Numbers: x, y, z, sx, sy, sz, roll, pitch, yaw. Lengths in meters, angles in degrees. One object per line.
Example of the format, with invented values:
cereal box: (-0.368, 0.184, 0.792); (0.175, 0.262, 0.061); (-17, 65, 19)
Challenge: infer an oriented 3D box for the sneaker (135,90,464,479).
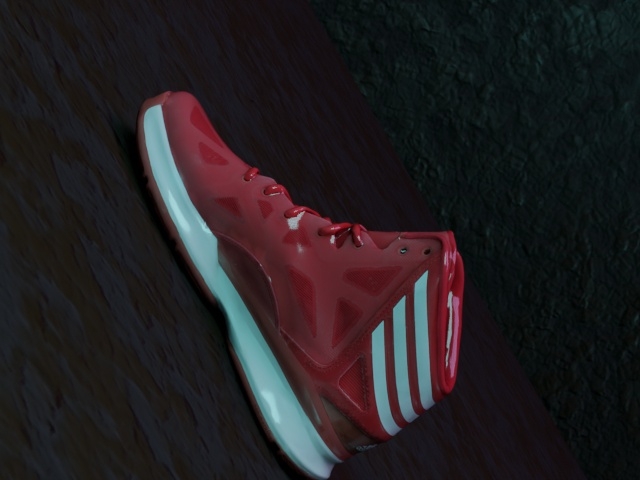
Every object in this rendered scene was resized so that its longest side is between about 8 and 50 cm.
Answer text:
sneaker: (0.000, 0.000, 0.850); (0.221, 0.128, 0.087); (63, 9, 11)
